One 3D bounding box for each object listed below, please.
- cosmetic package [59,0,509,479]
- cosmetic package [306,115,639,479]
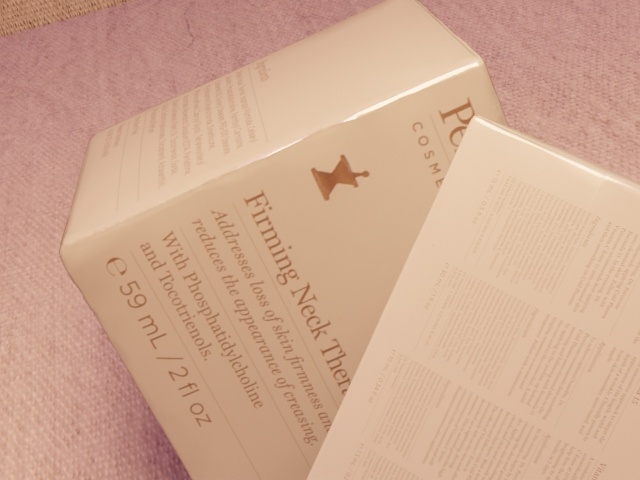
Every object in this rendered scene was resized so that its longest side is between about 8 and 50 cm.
[{"bbox_3d":[0.000,0.000,1.067,0.394,0.329,0.327,-24,23,3],"label":"cosmetic package"},{"bbox_3d":[0.175,0.132,0.818,0.284,0.377,0.097,28,12,20],"label":"cosmetic package"}]
